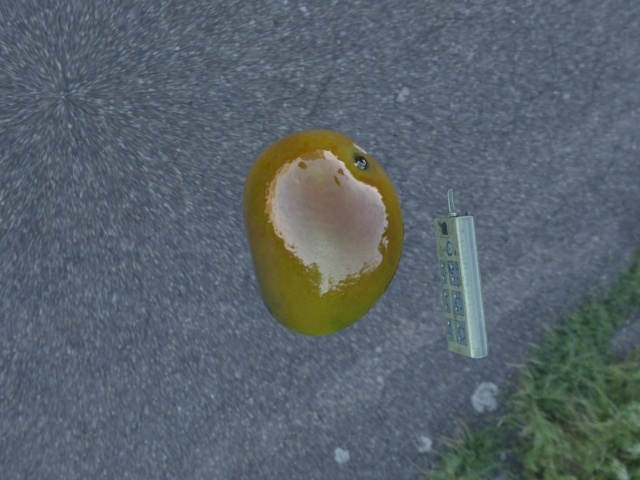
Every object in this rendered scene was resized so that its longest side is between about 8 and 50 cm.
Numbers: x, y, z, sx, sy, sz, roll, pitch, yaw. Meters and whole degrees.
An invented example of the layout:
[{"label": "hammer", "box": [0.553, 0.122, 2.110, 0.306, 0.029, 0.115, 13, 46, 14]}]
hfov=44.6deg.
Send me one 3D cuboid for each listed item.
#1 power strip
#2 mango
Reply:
[{"label": "power strip", "box": [0.216, 0.052, 1.210, 0.034, 0.092, 0.267, -8, 93, -16]}, {"label": "mango", "box": [0.006, -0.002, 0.874, 0.176, 0.139, 0.254, 5, 126, 19]}]
